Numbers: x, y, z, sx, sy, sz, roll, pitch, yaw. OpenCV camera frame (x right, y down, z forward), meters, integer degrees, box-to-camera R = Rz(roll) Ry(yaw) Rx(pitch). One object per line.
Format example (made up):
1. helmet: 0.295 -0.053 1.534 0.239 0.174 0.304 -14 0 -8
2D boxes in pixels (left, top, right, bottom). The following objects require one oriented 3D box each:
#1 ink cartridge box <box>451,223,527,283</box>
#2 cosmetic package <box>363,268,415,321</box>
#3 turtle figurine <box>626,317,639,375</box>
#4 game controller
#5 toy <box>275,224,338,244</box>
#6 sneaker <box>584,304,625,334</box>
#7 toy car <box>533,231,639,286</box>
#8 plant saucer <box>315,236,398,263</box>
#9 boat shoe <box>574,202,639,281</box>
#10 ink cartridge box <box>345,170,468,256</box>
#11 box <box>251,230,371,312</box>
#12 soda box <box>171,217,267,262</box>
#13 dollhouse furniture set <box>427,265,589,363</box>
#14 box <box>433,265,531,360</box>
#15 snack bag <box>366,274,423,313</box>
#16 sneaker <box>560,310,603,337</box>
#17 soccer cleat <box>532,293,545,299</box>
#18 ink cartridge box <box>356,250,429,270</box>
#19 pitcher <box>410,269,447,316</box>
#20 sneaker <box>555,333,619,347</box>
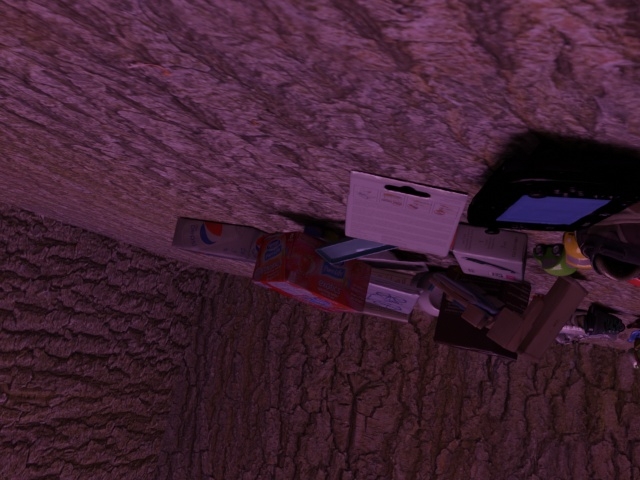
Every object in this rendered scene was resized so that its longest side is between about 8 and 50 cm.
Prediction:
1. ink cartridge box: 0.280 0.019 1.480 0.239 0.060 0.275 9 172 17
2. cosmetic package: 0.155 0.164 2.422 0.296 0.153 0.129 13 172 12
3. turtle figurine: 0.980 0.334 2.126 0.275 0.197 0.266 15 177 14
4. game controller: 0.282 -0.049 0.930 0.166 0.067 0.319 12 173 4
5. toy: 0.000 0.000 1.807 0.137 0.056 0.237 8 165 21
6. sneaker: 0.792 0.225 2.093 0.098 0.083 0.224 9 -178 25
7. toy car: 0.462 0.039 1.327 0.239 0.053 0.225 16 172 -25
8. plant saucer: 0.084 0.010 1.627 0.192 0.018 0.067 -16 140 31
9. boat shoe: 0.412 0.010 1.045 0.103 0.092 0.285 11 173 4
10. ink cartridge box: 0.140 -0.058 1.249 0.189 0.066 0.232 12 152 6
11. box: -0.016 0.077 1.747 0.128 0.122 0.257 -3 158 46
12. soda box: -0.286 0.001 2.166 0.286 0.091 0.098 8 173 33
13. dollhouse furniture set: 0.389 0.095 1.688 0.303 0.198 0.286 36 -175 34
14. box: 0.414 0.184 1.929 0.168 0.203 0.167 8 172 38
15. snack bag: 0.098 0.121 2.046 0.343 0.037 0.323 15 168 6
16. sneaker: 0.755 0.242 2.287 0.229 0.087 0.092 4 164 10
17. soccer cleat: 0.635 0.169 2.113 0.083 0.029 0.035 6 167 18
18. ink cartridge box: 0.184 0.043 1.934 0.179 0.045 0.145 2 170 13
19. pitcher: 0.349 0.148 2.103 0.178 0.125 0.207 10 -178 -1
20. sneaker: 0.797 0.290 2.402 0.281 0.115 0.105 9 172 25
